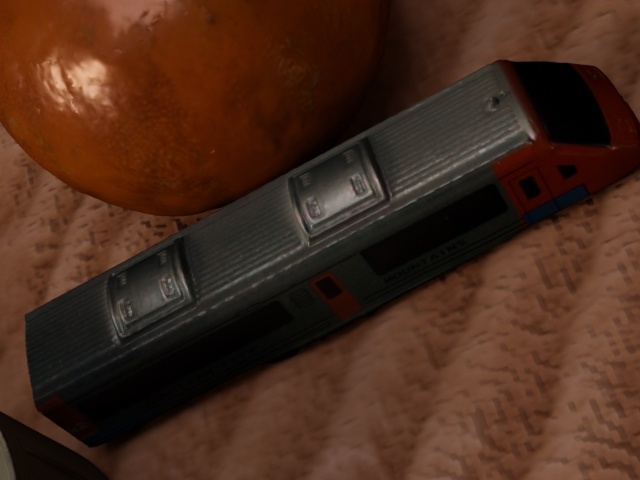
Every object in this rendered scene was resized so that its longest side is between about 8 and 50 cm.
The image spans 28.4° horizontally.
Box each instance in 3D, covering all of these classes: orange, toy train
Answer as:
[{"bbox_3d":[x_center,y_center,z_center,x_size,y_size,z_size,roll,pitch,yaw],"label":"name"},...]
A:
[{"bbox_3d":[-0.093,-0.158,0.844,0.284,0.226,0.284,-10,63,19],"label":"orange"},{"bbox_3d":[0.000,0.000,0.791,0.409,0.089,0.086,-28,49,13],"label":"toy train"}]

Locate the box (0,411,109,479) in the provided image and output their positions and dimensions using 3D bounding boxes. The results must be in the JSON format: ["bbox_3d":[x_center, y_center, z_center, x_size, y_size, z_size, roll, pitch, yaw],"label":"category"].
[{"bbox_3d":[-0.233,0.208,0.754,0.226,0.149,0.226,-11,60,20],"label":"box"}]
